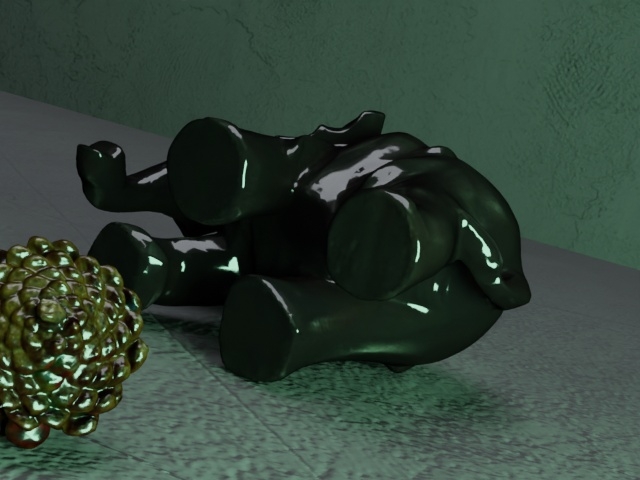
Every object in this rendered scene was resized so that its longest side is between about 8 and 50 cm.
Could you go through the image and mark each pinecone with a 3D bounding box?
[{"bbox_3d":[-0.138,0.044,0.587,0.102,0.102,0.109,10,8,-29],"label":"pinecone"}]

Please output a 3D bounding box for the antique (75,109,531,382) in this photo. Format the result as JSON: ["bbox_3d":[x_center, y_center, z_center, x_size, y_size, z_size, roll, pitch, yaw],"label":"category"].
[{"bbox_3d":[0.000,0.000,0.903,0.322,0.185,0.255,19,16,32],"label":"antique"}]
